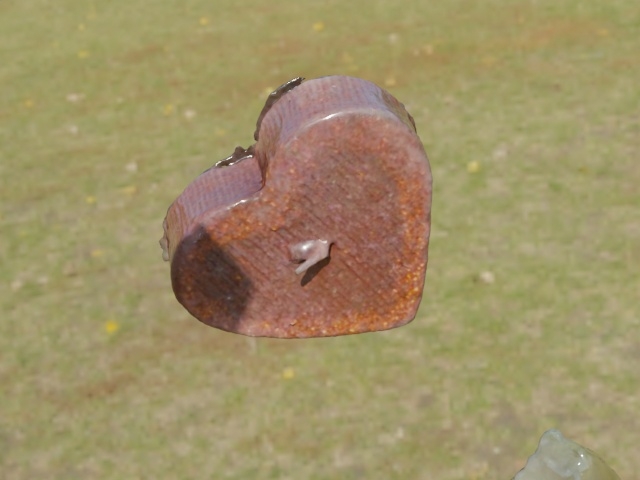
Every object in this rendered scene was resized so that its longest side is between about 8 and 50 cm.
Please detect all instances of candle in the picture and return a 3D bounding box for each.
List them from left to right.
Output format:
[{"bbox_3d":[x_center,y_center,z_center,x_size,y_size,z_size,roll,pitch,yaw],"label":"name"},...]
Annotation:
[{"bbox_3d":[0.000,0.000,1.562,0.317,0.287,0.131,-38,31,12],"label":"candle"}]

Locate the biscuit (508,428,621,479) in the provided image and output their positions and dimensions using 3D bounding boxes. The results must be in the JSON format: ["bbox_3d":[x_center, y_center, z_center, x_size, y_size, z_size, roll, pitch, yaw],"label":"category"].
[{"bbox_3d":[0.055,0.194,0.523,0.032,0.250,0.133,28,-2,42],"label":"biscuit"}]
